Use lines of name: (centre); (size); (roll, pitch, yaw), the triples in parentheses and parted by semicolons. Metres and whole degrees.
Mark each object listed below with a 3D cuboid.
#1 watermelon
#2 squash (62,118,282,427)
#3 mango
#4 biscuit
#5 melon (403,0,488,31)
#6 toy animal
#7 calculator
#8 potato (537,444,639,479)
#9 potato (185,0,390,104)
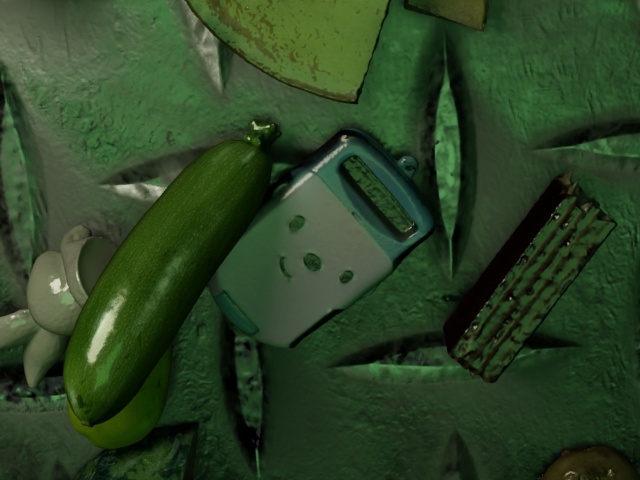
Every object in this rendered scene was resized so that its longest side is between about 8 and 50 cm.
watermelon: (-0.234, 0.384, 1.496); (0.256, 0.260, 0.176); (-35, 117, 27)
squash: (-0.164, 0.022, 1.354); (0.107, 0.107, 0.395); (36, 70, -9)
mango: (-0.239, 0.171, 1.469); (0.117, 0.089, 0.163); (0, 115, -25)
biscuit: (0.238, 0.039, 1.426); (0.070, 0.106, 0.252); (33, 103, -6)
melon: (0.155, -0.328, 1.354); (0.098, 0.054, 0.182); (11, 100, -9)
toy animal: (-0.312, 0.073, 1.463); (0.221, 0.130, 0.104); (-30, 140, 34)
calculator: (0.000, 0.000, 1.447); (0.293, 0.051, 0.173); (-39, 100, 11)
potato: (0.362, 0.325, 1.514); (0.172, 0.089, 0.100); (36, 101, -7)
potato: (-0.039, -0.312, 1.330); (0.255, 0.112, 0.269); (18, 102, 0)
